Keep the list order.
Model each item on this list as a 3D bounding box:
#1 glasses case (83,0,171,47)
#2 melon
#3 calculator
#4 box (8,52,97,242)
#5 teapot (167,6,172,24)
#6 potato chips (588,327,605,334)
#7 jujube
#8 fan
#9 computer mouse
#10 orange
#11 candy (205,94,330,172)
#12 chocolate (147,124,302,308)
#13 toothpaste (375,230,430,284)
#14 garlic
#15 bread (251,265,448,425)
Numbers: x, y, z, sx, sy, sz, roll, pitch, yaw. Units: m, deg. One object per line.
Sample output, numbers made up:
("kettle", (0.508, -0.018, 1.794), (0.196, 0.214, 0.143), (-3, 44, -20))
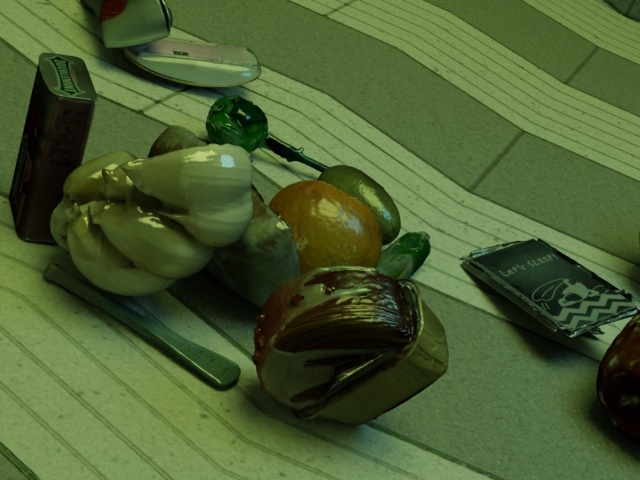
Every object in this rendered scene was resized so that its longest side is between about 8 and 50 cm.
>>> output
("glasses case", (-0.350, -0.427, 2.250), (0.128, 0.083, 0.308), (-25, 33, -6))
("melon", (0.059, -0.053, 1.986), (0.162, 0.099, 0.099), (40, 33, 28))
("calculator", (0.353, 0.067, 1.996), (0.166, 0.028, 0.274), (-14, 30, -25))
("box", (-0.349, -0.118, 1.659), (0.069, 0.224, 0.120), (4, 36, -25))
("teapot", (-0.319, -0.405, 2.337), (0.088, 0.066, 0.057), (-22, 32, -19))
("potato chips", (0.387, 0.086, 2.077), (0.142, 0.026, 0.209), (9, 32, -29))
("jujube", (0.534, 0.183, 1.856), (0.318, 0.223, 0.223), (-20, 51, -42))
("fan", (-0.224, 0.102, 1.599), (0.282, 0.023, 0.057), (31, 31, 9))
("computer mouse", (-0.226, -0.313, 2.240), (0.245, 0.056, 0.126), (5, 28, -20))
("orange", (0.000, -0.004, 1.794), (0.177, 0.155, 0.177), (41, -2, 1))
("candy", (-0.039, -0.138, 2.098), (0.323, 0.097, 0.097), (26, 28, -14))
("chocolate", (-0.142, -0.021, 1.730), (0.100, 0.185, 0.303), (-32, 54, -25))
("toothpaste", (0.109, 0.039, 1.930), (0.078, 0.046, 0.248), (27, 31, 16))
("garlic", (-0.219, -0.023, 1.580), (0.281, 0.184, 0.203), (-1, -3, 36))
("bread", (0.028, 0.130, 1.527), (0.212, 0.224, 0.142), (30, 38, -33))
